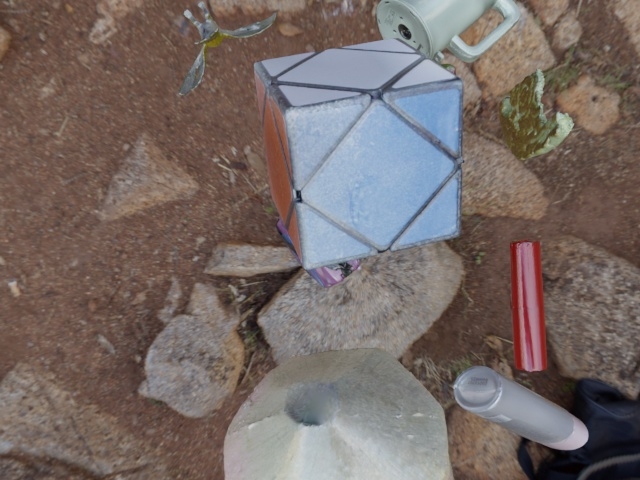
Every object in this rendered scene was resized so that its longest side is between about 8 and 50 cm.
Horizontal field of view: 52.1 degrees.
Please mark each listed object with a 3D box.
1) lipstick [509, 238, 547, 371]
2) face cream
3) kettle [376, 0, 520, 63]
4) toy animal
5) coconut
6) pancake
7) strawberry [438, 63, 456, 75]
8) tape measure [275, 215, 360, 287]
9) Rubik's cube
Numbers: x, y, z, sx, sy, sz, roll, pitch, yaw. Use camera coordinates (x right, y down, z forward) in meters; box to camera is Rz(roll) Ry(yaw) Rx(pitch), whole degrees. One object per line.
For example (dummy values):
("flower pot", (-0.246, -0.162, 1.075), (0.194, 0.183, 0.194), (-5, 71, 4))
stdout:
("lipstick", (0.443, 0.136, 1.402), (0.073, 0.073, 0.280), (-3, 93, 3))
("face cream", (0.331, 0.282, 1.079), (0.269, 0.107, 0.073), (31, 70, -35))
("kettle", (0.349, -0.627, 1.759), (0.318, 0.205, 0.265), (-41, 55, -18))
("toy animal", (-0.191, -0.377, 1.155), (0.219, 0.095, 0.155), (-32, 59, 7))
("coconut", (0.031, 0.291, 0.863), (0.297, 0.310, 0.298), (-7, 44, 7))
("pancake", (0.480, -0.289, 1.487), (0.054, 0.377, 0.198), (4, 117, -6))
("strawberry", (0.130, -0.171, 1.159), (0.137, 0.233, 0.307), (16, 96, -21))
("tape measure", (0.000, 0.000, 1.625), (0.149, 0.245, 0.232), (-40, 106, -6))
("Rubik's cube", (0.043, -0.115, 0.808), (0.204, 0.207, 0.205), (-12, 120, -9))
